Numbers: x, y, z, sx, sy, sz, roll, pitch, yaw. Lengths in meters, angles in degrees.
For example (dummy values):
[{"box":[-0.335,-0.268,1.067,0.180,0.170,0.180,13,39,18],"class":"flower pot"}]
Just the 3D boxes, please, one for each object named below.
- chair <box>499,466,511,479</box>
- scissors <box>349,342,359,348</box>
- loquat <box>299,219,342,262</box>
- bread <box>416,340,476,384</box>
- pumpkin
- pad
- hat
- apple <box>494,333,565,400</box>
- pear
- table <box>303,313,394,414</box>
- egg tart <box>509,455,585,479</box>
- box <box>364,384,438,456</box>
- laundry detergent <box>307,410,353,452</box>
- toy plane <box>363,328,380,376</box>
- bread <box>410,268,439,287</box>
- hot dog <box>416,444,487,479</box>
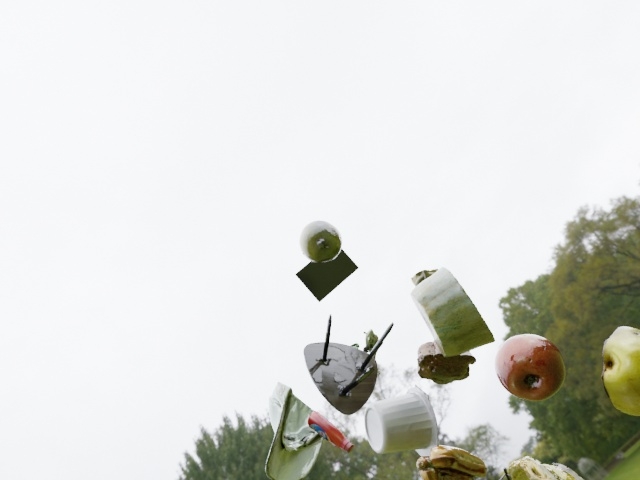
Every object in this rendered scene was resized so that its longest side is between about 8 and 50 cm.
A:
[{"box":[0.797,1.060,1.868,0.106,0.229,0.113,-26,5,-32],"class":"chair"},{"box":[0.118,0.619,2.526,0.204,0.027,0.101,-24,7,16],"class":"scissors"},{"box":[0.000,0.000,1.617,0.152,0.195,0.152,-1,-74,-4],"class":"loquat"},{"box":[0.533,0.536,2.013,0.247,0.135,0.232,4,-55,-3],"class":"bread"},{"box":[0.482,0.288,1.742,0.199,0.332,0.332,-35,-34,2],"class":"pumpkin"},{"box":[0.030,0.136,2.061,0.245,0.170,0.006,-40,-7,-16],"class":"pad"},{"box":[-0.111,0.651,1.550,0.258,0.168,0.301,49,-134,-25],"class":"hat"},{"box":[1.094,0.665,2.407,0.348,0.349,0.277,-58,-5,22],"class":"apple"},{"box":[1.265,0.510,1.782,0.387,0.191,0.340,15,-103,-38],"class":"pear"},{"box":[0.126,0.434,1.685,0.317,0.317,0.249,-11,-41,-37],"class":"table"},{"box":[0.639,0.694,1.211,0.123,0.294,0.294,-26,-37,-15],"class":"egg tart"},{"box":[0.294,0.716,1.730,0.206,0.291,0.262,-2,-33,-18],"class":"box"},{"box":[0.034,0.611,1.445,0.049,0.165,0.097,-41,-41,-28],"class":"laundry detergent"},{"box":[0.301,0.632,2.610,0.092,0.108,0.286,-46,-45,-68],"class":"toy plane"},{"box":[0.565,0.275,2.269,0.152,0.267,0.130,-29,-21,24],"class":"bread"},{"box":[0.388,0.681,1.379,0.337,0.100,0.135,35,-89,-39],"class":"hot dog"}]
